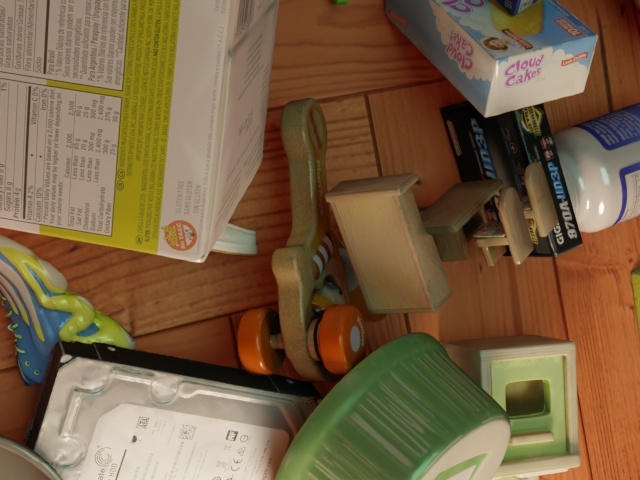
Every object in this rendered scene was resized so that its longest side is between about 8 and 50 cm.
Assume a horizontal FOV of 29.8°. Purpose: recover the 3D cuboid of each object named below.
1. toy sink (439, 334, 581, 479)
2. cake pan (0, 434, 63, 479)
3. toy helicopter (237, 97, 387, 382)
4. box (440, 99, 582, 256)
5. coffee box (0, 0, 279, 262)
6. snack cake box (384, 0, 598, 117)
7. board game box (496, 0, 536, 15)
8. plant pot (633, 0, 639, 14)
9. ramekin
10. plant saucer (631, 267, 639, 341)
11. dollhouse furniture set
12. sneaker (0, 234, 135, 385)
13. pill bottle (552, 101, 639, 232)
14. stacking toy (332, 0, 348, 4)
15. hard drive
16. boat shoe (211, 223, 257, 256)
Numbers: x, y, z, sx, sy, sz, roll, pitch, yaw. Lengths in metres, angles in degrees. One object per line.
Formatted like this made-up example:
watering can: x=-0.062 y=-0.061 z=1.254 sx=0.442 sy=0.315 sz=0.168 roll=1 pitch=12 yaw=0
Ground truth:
toy sink: x=0.260 y=0.254 z=1.647 sx=0.152 sy=0.131 sz=0.234 roll=-2 pitch=92 yaw=-22
cake pan: x=-0.401 y=0.342 z=1.359 sx=0.293 sy=0.054 sz=0.293 roll=0 pitch=103 yaw=-1
toy helicopter: x=0.000 y=0.000 z=1.515 sx=0.235 sy=0.140 sz=0.355 roll=-4 pitch=90 yaw=-66
box: x=0.254 y=-0.089 z=1.615 sx=0.051 sy=0.175 sz=0.220 roll=-22 pitch=100 yaw=-23
coffee box: x=-0.229 y=-0.216 z=1.223 sx=0.334 sy=0.338 sz=0.338 roll=9 pitch=111 yaw=4
snack cake box: x=0.212 y=-0.278 z=1.551 sx=0.152 sy=0.264 sz=0.089 roll=-15 pitch=135 yaw=-23
board game box: x=0.222 y=-0.475 z=1.548 sx=0.233 sy=0.078 sz=0.347 roll=-34 pitch=67 yaw=-18
plant pot: x=0.542 y=-0.411 z=1.694 sx=0.290 sy=0.291 sz=0.204 roll=-28 pitch=118 yaw=-20
ramekin: x=0.097 y=0.277 z=1.479 sx=0.303 sy=0.148 sz=0.303 roll=-37 pitch=149 yaw=-27
plant saucer: x=0.570 y=0.121 z=1.822 sx=0.188 sy=0.045 sz=0.188 roll=-10 pitch=95 yaw=-22
dollhouse furniture set: x=0.136 y=-0.039 z=1.485 sx=0.242 sy=0.212 sz=0.161 roll=-40 pitch=117 yaw=-46
sneaker: x=-0.336 y=0.098 z=1.417 sx=0.240 sy=0.091 sz=0.126 roll=42 pitch=76 yaw=-19
pill bottle: x=0.406 y=-0.100 z=1.693 sx=0.272 sy=0.152 sz=0.152 roll=-20 pitch=98 yaw=-21
stacking toy: x=-0.053 y=-0.406 z=1.553 sx=0.166 sy=0.052 sz=0.221 roll=-9 pitch=96 yaw=-21
hard drive: x=-0.185 y=0.259 z=1.457 sx=0.338 sy=0.064 sz=0.237 roll=14 pitch=103 yaw=-24
boat shoe: x=-0.195 y=-0.052 z=1.469 sx=0.277 sy=0.098 sz=0.096 roll=19 pitch=84 yaw=-21
